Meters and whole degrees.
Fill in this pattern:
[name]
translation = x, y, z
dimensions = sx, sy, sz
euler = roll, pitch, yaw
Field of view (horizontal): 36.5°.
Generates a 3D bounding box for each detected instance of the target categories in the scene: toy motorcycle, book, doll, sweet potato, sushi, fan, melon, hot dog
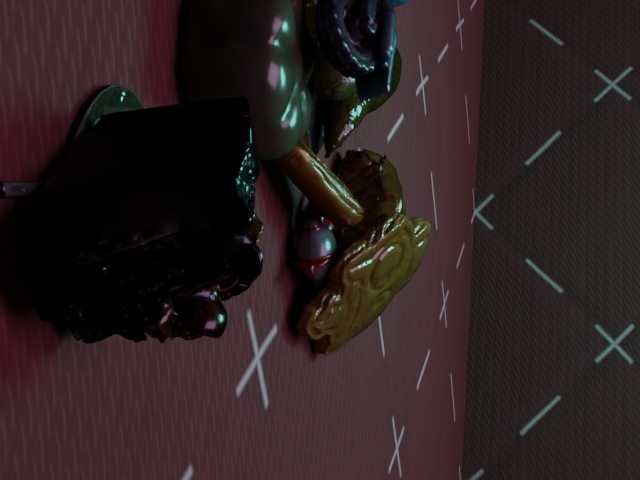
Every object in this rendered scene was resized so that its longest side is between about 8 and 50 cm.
[toy motorcycle]
translation = 0.087, -0.385, 1.475
dimensions = 0.232, 0.172, 0.416
euler = 45, 39, -41
[book]
translation = -0.019, -0.275, 1.725
dimensions = 0.160, 0.024, 0.228
euler = -58, 143, -61
[doll]
translation = 0.000, 0.000, 1.703
dimensions = 0.245, 0.076, 0.142
euler = -67, 149, -59
[sweet potato]
translation = 0.076, -0.293, 1.856
dimensions = 0.423, 0.130, 0.130
euler = -64, 148, -56
[sushi]
translation = -0.165, 0.000, 0.994
dimensions = 0.227, 0.215, 0.212
euler = -98, -178, -53
[fan]
translation = -0.240, -0.035, 1.058
dimensions = 0.294, 0.012, 0.223
euler = -64, 151, -53
[melon]
translation = 0.034, -0.301, 1.690
dimensions = 0.162, 0.099, 0.099
euler = -65, 149, -51
[hot dog]
translation = -0.012, -0.096, 1.594
dimensions = 0.249, 0.068, 0.100
euler = 43, 8, -43

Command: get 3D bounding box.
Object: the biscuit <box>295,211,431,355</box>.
[biscuit]
translation = 0.088, 0.077, 1.760
dimensions = 0.376, 0.051, 0.269
euler = -33, 147, -41

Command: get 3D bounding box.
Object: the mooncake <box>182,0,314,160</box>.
[mooncake]
translation = -0.087, -0.242, 1.342
dimensions = 0.275, 0.135, 0.275
euler = 1, 90, -76

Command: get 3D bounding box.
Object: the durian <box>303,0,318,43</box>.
[durian]
translation = -0.036, -0.444, 1.557
dimensions = 0.191, 0.112, 0.341
euler = -58, 136, -44

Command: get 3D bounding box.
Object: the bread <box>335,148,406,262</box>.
[bread]
translation = 0.099, -0.047, 1.899
dimensions = 0.160, 0.147, 0.260
euler = 59, 34, -53
